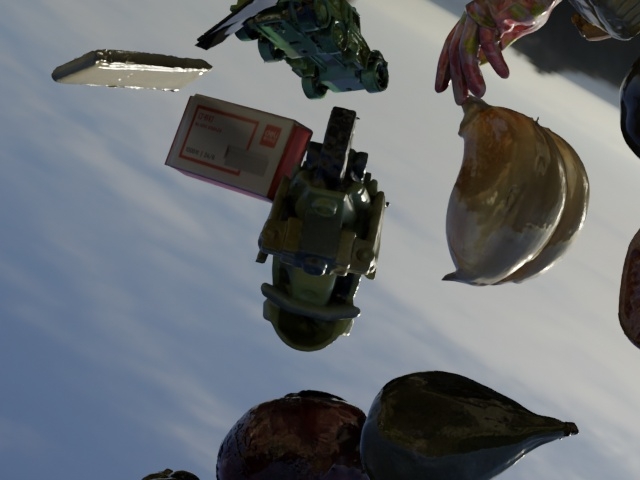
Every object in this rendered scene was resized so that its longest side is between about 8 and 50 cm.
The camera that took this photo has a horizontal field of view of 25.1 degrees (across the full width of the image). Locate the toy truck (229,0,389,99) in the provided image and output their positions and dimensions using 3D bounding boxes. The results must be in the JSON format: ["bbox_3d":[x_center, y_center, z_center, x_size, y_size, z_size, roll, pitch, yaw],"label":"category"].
[{"bbox_3d":[-0.001,-0.290,1.920,0.128,0.135,0.259,-4,155,30],"label":"toy truck"}]

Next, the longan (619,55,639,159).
[{"bbox_3d":[0.530,-0.179,1.939,0.248,0.248,0.248,29,-170,-6],"label":"longan"}]

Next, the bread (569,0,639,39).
[{"bbox_3d":[0.343,-0.449,1.844,0.388,0.183,0.236,53,-177,-9],"label":"bread"}]

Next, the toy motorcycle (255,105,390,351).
[{"bbox_3d":[0.000,0.000,1.946,0.169,0.237,0.410,10,152,2],"label":"toy motorcycle"}]

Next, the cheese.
[{"bbox_3d":[-0.280,-0.263,2.215,0.034,0.085,0.400,65,-159,4],"label":"cheese"}]

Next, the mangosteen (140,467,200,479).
[{"bbox_3d":[-0.202,0.353,1.842,0.137,0.137,0.151,26,-149,-20],"label":"mangosteen"}]

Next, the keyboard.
[{"bbox_3d":[-0.065,-0.286,1.684,0.015,0.196,0.074,55,-170,7],"label":"keyboard"}]

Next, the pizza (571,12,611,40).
[{"bbox_3d":[0.444,-0.402,2.166,0.199,0.188,0.062,64,-177,36],"label":"pizza"}]

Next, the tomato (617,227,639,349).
[{"bbox_3d":[0.509,0.058,1.914,0.095,0.236,0.237,21,-167,-32],"label":"tomato"}]

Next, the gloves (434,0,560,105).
[{"bbox_3d":[0.260,-0.320,2.217,0.126,0.241,0.145,48,-162,-24],"label":"gloves"}]

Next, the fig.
[{"bbox_3d":[0.130,0.194,1.320,0.185,0.126,0.133,21,-176,12],"label":"fig"}]

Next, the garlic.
[{"bbox_3d":[0.315,-0.070,2.338,0.250,0.313,0.286,-4,155,8],"label":"garlic"}]

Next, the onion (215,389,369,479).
[{"bbox_3d":[-0.024,0.339,2.029,0.252,0.252,0.219,25,-151,-25],"label":"onion"}]

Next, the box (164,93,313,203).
[{"bbox_3d":[-0.122,-0.135,2.099,0.229,0.123,0.050,20,177,41],"label":"box"}]
